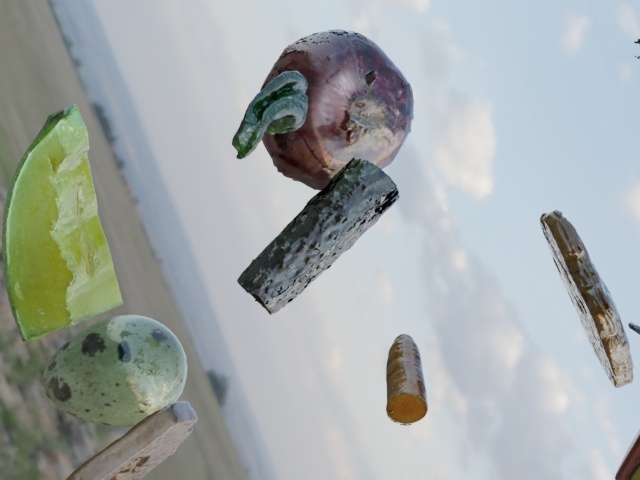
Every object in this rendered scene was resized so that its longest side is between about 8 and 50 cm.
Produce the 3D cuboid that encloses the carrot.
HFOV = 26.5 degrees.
[{"bbox_3d":[0.095,0.151,1.522,0.139,0.048,0.048,-87,161,-62],"label":"carrot"}]

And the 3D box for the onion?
[{"bbox_3d":[0.018,-0.202,2.095,0.219,0.252,0.252,18,-50,67],"label":"onion"}]

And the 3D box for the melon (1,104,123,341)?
[{"bbox_3d":[-0.368,-0.030,1.913,0.196,0.124,0.323,-31,119,-63],"label":"melon"}]

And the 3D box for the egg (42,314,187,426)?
[{"bbox_3d":[-0.324,0.208,2.144,0.177,0.228,0.177,173,-90,-81],"label":"egg"}]

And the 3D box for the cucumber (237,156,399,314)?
[{"bbox_3d":[0.003,0.002,1.582,0.062,0.211,0.078,25,-23,47],"label":"cucumber"}]

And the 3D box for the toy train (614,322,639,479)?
[{"bbox_3d":[0.465,0.214,1.419,0.369,0.232,0.163,32,19,13],"label":"toy train"}]

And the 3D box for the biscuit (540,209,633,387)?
[{"bbox_3d":[0.343,0.068,1.730,0.208,0.041,0.290,-111,174,-50],"label":"biscuit"}]

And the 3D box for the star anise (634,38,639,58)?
[{"bbox_3d":[0.572,-0.290,2.206,0.129,0.124,0.056,-86,180,-52],"label":"star anise"}]

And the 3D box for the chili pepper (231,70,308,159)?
[{"bbox_3d":[-0.060,-0.162,1.744,0.065,0.122,0.279,52,5,-3],"label":"chili pepper"}]

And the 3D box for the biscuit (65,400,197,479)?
[{"bbox_3d":[-0.212,0.238,1.445,0.034,0.182,0.215,52,-18,11],"label":"biscuit"}]
